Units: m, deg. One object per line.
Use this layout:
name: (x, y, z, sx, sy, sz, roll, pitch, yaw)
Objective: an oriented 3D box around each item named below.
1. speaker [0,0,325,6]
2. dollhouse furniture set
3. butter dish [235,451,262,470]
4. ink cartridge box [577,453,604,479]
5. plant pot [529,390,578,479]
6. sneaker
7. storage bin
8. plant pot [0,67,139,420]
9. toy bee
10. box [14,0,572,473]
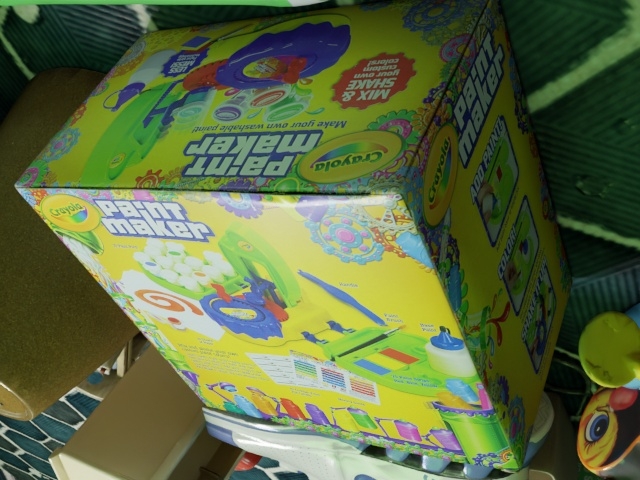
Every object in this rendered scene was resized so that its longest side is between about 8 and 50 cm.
speaker: (-0.109, -0.194, 0.425, 0.296, 0.131, 0.131, 9, 143, 26)
dollhouse furniture set: (-0.309, 0.090, 0.951, 0.183, 0.129, 0.129, 26, 147, 1)
butter dish: (-0.152, 0.286, 1.120, 0.160, 0.118, 0.160, -3, 136, 38)
ink cartridge box: (0.194, 0.321, 0.919, 0.289, 0.122, 0.211, 10, 144, 24)
plant pot: (0.203, 0.210, 0.784, 0.109, 0.096, 0.109, -1, 138, 34)
sneaker: (0.048, 0.213, 0.707, 0.315, 0.127, 0.182, 3, 114, 23)
storage bin: (-0.143, 0.237, 0.874, 0.123, 0.262, 0.261, 15, 134, 21)
plant pot: (-0.235, 0.020, 0.691, 0.237, 0.254, 0.237, 19, 147, 13)
toy bee: (0.268, 0.141, 0.587, 0.195, 0.162, 0.298, 20, 146, 8)
box: (0.000, 0.000, 0.566, 0.289, 0.177, 0.279, 4, 141, 32)
